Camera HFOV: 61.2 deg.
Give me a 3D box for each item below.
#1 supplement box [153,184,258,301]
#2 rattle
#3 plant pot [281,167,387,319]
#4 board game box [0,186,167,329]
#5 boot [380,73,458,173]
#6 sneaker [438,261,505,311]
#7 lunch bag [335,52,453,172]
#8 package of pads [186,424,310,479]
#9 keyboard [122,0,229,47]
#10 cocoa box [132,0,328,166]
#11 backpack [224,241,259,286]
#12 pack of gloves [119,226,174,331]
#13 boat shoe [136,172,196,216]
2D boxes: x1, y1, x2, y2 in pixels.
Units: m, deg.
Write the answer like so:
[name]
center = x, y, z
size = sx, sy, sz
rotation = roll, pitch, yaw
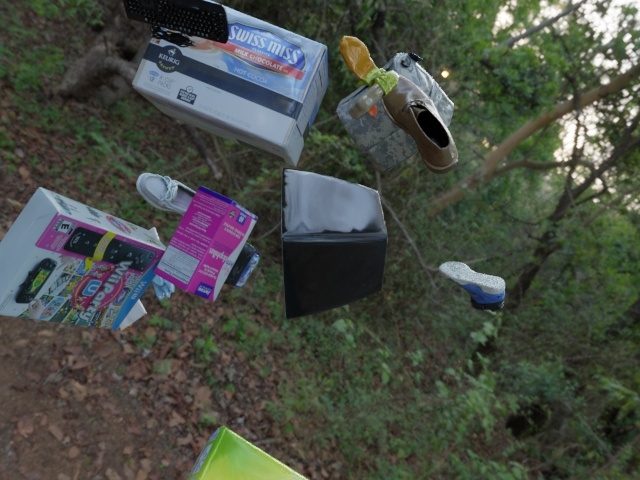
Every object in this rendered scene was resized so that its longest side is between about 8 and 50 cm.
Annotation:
[supplement box]
center = -0.254, 0.009, 1.208
size = 0.114, 0.220, 0.111
rotation = 25, -6, 28
[rattle]
center = 0.078, -0.326, 1.137
size = 0.142, 0.130, 0.200
rotation = 30, 9, -5
[plant pot]
center = 0.019, 0.001, 0.910
size = 0.187, 0.166, 0.188
rotation = -95, -177, -48
[board game box]
center = -0.486, 0.053, 1.100
size = 0.097, 0.224, 0.303
rotation = 38, 3, 27
[boot]
center = 0.230, -0.306, 1.281
size = 0.305, 0.112, 0.115
rotation = 62, 4, 27
[sneaker]
center = 0.321, 0.104, 1.157
size = 0.152, 0.058, 0.085
rotation = 19, -47, 39
[lunch bag]
center = 0.225, -0.403, 1.676
size = 0.256, 0.305, 0.213
rotation = 40, 48, -21
[package of pads]
center = -0.101, 0.480, 0.871
size = 0.296, 0.101, 0.229
rotation = 34, 37, -4
[keyboard]
center = -0.241, -0.357, 0.888
size = 0.192, 0.038, 0.100
rotation = 18, -29, 11
[cocoa box]
center = -0.178, -0.345, 1.184
size = 0.347, 0.228, 0.231
rotation = 22, -1, 2
[backpack]
center = -0.303, 0.056, 1.794
size = 0.117, 0.158, 0.173
rotation = 33, -4, -36
[pack of gloves]
center = -0.481, 0.106, 1.462
size = 0.232, 0.195, 0.046
rotation = 55, 0, 32
[boat shoe]
center = -0.495, -0.149, 1.921
size = 0.320, 0.103, 0.118
rotation = 33, 54, -34
